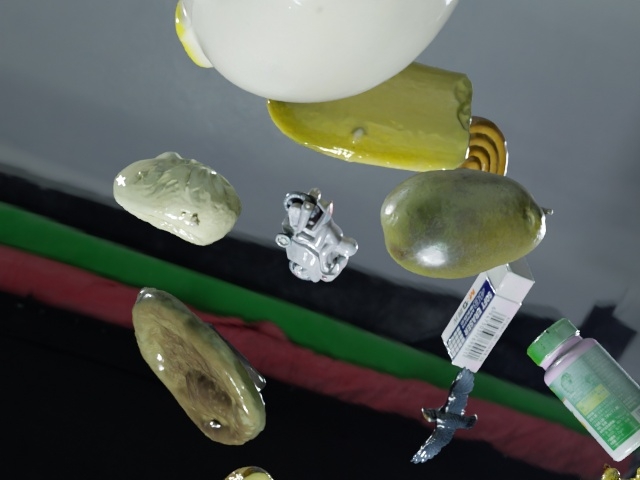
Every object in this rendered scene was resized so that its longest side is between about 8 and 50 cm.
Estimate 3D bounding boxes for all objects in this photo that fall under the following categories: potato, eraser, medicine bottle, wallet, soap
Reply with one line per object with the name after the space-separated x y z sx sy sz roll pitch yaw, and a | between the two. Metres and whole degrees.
-0.115 0.386 1.398 0.096 0.103 0.066 20 -166 -35 | potato
0.402 0.166 2.169 0.086 0.287 0.130 20 -153 -15 | eraser
0.213 -0.026 1.313 0.251 0.159 0.174 -8 -121 -4 | potato
0.533 0.285 1.764 0.274 0.133 0.133 51 -153 20 | medicine bottle
-0.165 0.209 1.499 0.156 0.082 0.018 45 -169 -11 | wallet
0.101 -0.281 1.881 0.427 0.115 0.306 14 -121 0 | soap

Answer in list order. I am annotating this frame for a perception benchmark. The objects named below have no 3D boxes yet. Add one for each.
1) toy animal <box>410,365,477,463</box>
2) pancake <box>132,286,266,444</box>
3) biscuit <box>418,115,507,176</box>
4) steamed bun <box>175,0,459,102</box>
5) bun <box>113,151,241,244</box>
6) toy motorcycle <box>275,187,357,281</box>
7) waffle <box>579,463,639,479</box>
0.234 0.325 1.661 0.108 0.220 0.062 8 -156 -47 | toy animal
-0.189 0.192 1.338 0.049 0.294 0.294 -37 -129 -27 | pancake
0.329 -0.154 2.051 0.262 0.262 0.037 8 -164 -38 | biscuit
0.004 -0.319 0.983 0.334 0.374 0.334 10 -122 -17 | steamed bun
-0.277 -0.090 1.834 0.259 0.160 0.259 25 169 5 | bun
0.000 0.000 1.978 0.171 0.260 0.110 10 -136 14 | toy motorcycle
0.376 0.288 0.999 0.231 0.228 0.051 28 -130 -40 | waffle
